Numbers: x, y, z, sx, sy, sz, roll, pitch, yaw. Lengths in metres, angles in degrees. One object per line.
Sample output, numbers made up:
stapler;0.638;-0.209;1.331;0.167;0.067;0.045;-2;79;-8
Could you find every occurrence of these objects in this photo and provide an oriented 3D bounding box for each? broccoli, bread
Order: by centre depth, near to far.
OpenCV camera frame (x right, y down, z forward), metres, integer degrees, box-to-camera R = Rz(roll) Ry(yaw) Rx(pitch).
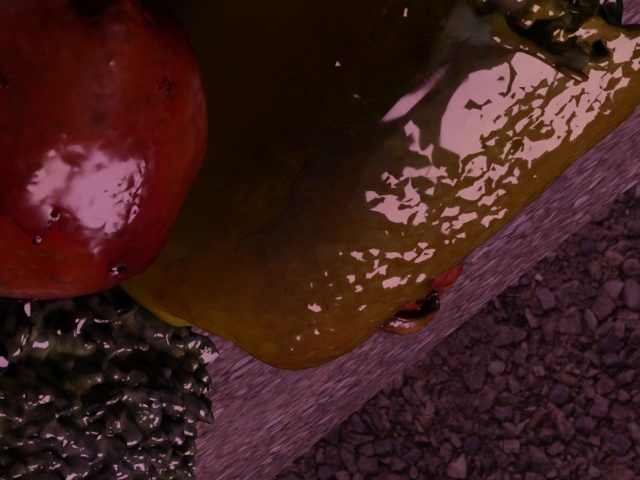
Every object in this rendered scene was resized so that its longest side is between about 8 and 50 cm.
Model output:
bread;0.023;-0.082;1.189;0.376;0.208;0.251;-39;128;25
broccoli;-0.228;0.140;1.379;0.293;0.281;0.348;-53;139;-23

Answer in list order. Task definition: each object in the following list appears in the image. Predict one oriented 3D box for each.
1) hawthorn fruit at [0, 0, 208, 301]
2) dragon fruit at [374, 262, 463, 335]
hawthorn fruit;-0.136;-0.079;0.981;0.181;0.181;0.235;-28;153;-35
dragon fruit;0.000;0.000;1.560;0.147;0.211;0.282;-20;158;-42
